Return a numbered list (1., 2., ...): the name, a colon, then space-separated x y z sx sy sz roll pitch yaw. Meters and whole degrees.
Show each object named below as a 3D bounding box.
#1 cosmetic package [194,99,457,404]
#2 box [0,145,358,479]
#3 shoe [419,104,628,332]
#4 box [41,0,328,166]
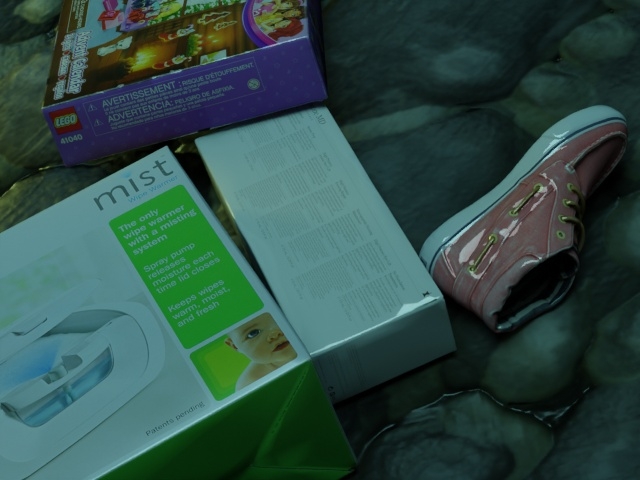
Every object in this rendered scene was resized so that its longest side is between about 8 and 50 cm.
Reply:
1. cosmetic package: 0.000 0.000 1.195 0.099 0.060 0.239 -25 45 -4
2. box: -0.149 0.101 1.107 0.262 0.127 0.231 -28 48 -8
3. shoe: 0.155 -0.013 1.159 0.178 0.063 0.081 -39 49 -11
4. box: -0.101 -0.178 1.355 0.201 0.057 0.293 -14 33 7
